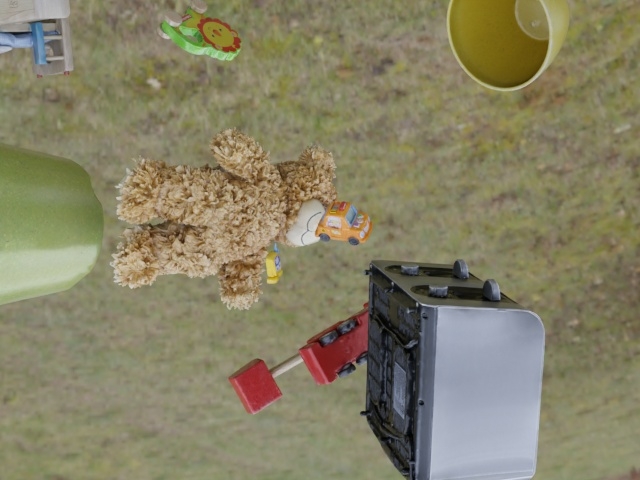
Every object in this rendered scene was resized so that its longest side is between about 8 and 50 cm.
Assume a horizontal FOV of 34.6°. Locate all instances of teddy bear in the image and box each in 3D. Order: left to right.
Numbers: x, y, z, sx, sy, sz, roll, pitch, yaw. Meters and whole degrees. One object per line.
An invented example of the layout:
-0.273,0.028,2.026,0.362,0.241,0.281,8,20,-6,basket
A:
-0.112,-0.028,1.315,0.338,0.245,0.113,13,-174,-39,teddy bear

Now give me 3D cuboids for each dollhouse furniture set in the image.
-0.304,-0.240,1.099,0.184,0.129,0.129,4,-168,39,dollhouse furniture set

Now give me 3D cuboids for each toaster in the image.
0.104,0.115,0.866,0.110,0.185,0.168,-1,-169,-12,toaster

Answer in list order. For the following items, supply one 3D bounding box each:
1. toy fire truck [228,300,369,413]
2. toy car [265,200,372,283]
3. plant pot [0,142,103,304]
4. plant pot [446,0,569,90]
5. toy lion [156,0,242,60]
0.008,0.116,1.095,0.192,0.047,0.135,-30,-176,-25,toy fire truck
0.000,0.000,1.023,0.060,0.122,0.040,21,138,31,toy car
-0.420,-0.020,1.268,0.276,0.276,0.254,-31,163,31,plant pot
0.222,-0.243,1.137,0.095,0.134,0.134,-29,164,-39,plant pot
-0.155,-0.275,1.372,0.096,0.100,0.034,43,129,2,toy lion
